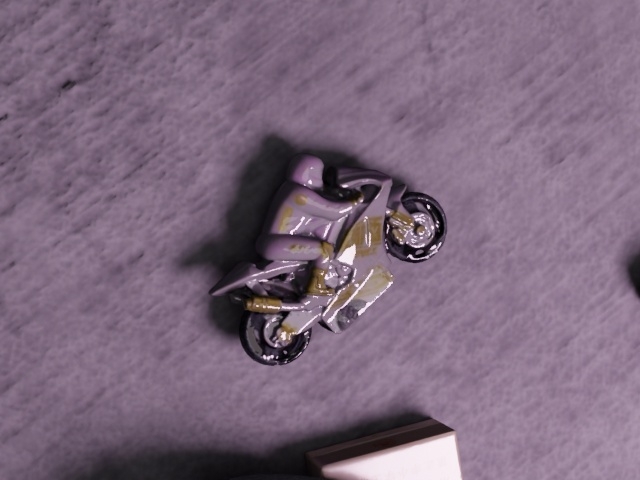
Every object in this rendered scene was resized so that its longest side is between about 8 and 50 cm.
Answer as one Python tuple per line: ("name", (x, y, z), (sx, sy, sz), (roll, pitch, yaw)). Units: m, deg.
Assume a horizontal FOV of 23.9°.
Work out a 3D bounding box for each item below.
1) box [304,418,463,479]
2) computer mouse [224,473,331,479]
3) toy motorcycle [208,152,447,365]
("box", (0.072, 0.281, 1.422), (0.141, 0.058, 0.201), (-14, 100, -15))
("computer mouse", (0.062, 0.307, 1.286), (0.374, 0.203, 0.114), (33, 119, -11))
("toy motorcycle", (0.000, 0.000, 1.359), (0.225, 0.073, 0.152), (-36, 104, -11))
